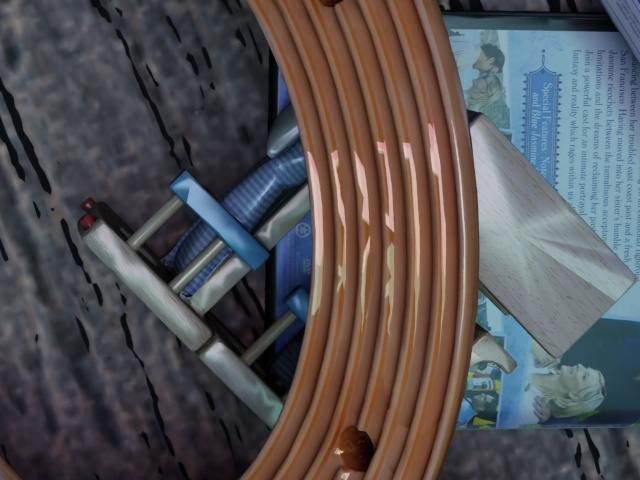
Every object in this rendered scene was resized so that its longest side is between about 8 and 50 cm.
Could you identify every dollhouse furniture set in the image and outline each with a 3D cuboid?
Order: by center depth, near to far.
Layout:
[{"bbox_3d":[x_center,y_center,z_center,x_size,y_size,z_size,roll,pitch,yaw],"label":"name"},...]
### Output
[{"bbox_3d":[0.000,0.000,0.608,0.129,0.184,0.129,-45,100,0],"label":"dollhouse furniture set"}]

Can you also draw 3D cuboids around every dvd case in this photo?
[{"bbox_3d":[0.102,-0.008,0.725,0.253,0.022,0.180,0,98,-7],"label":"dvd case"}]

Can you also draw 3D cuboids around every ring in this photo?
[{"bbox_3d":[-0.075,-0.009,0.588,0.032,0.336,0.337,-9,103,-47],"label":"ring"}]

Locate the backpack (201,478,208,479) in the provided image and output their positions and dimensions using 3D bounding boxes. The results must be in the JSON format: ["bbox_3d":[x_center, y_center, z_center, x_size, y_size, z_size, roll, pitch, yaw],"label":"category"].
[{"bbox_3d":[0.005,0.147,0.675,0.173,0.158,0.117,27,86,2],"label":"backpack"}]

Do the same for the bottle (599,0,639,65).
[{"bbox_3d":[0.142,-0.155,0.661,0.118,0.092,0.283,-33,92,-13],"label":"bottle"}]
